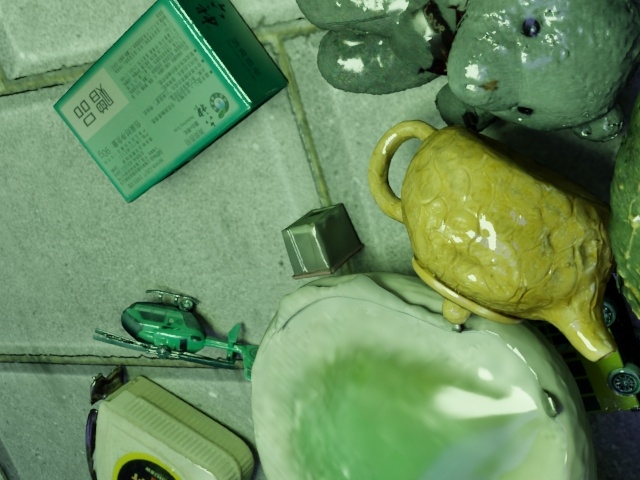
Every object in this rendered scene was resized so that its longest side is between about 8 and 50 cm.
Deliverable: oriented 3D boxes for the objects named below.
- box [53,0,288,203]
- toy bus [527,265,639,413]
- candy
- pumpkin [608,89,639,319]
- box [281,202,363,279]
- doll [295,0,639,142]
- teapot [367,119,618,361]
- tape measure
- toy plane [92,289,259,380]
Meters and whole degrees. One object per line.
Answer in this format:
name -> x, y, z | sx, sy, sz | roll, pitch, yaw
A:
box -> -0.177, -0.168, 1.014 | 0.245, 0.092, 0.153 | -29, 100, 37
toy bus -> 0.275, 0.090, 0.913 | 0.101, 0.088, 0.175 | -15, 109, 34
candy -> 0.091, 0.211, 0.975 | 0.427, 0.186, 0.386 | 29, 113, 33
pumpkin -> 0.365, -0.026, 0.666 | 0.257, 0.291, 0.327 | 20, 115, 44
box -> 0.000, 0.000, 1.020 | 0.060, 0.085, 0.063 | -9, 107, 34
doll -> 0.122, -0.172, 0.798 | 0.340, 0.158, 0.246 | 6, 141, 24
teapot -> 0.150, -0.001, 0.810 | 0.311, 0.203, 0.167 | 39, 109, 33
tape measure -> -0.247, 0.348, 1.344 | 0.271, 0.133, 0.231 | 29, 120, 14
toy plane -> -0.184, 0.129, 1.198 | 0.235, 0.096, 0.060 | 12, 128, 2
